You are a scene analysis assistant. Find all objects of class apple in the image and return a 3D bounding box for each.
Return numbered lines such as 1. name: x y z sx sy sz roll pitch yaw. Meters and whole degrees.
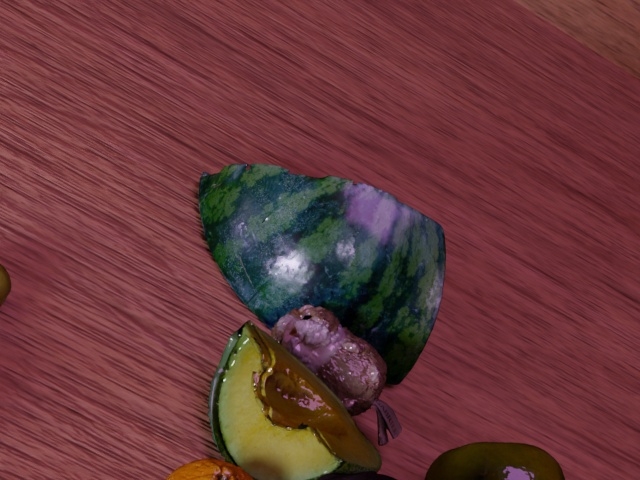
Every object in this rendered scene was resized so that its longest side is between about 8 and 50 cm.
1. apple: 0.228 0.341 2.217 0.196 0.196 0.157 6 69 -40

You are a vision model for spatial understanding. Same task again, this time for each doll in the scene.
1. doll: 0.030 0.175 2.274 0.221 0.105 0.115 38 -9 0

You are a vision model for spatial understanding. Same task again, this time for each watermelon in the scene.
1. watermelon: 0.020 -0.002 2.379 0.292 0.222 0.319 21 38 -33

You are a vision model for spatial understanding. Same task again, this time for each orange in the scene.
1. orange: -0.123 0.313 1.967 0.136 0.117 0.135 23 44 -25

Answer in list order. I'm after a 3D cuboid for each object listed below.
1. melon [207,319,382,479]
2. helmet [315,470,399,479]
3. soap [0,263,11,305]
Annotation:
1. melon: -0.033 0.246 2.135 0.169 0.129 0.265 33 14 -47
2. helmet: 0.053 0.365 1.981 0.305 0.225 0.177 41 22 -17
3. soap: -0.421 0.062 2.026 0.089 0.045 0.140 33 36 -6
